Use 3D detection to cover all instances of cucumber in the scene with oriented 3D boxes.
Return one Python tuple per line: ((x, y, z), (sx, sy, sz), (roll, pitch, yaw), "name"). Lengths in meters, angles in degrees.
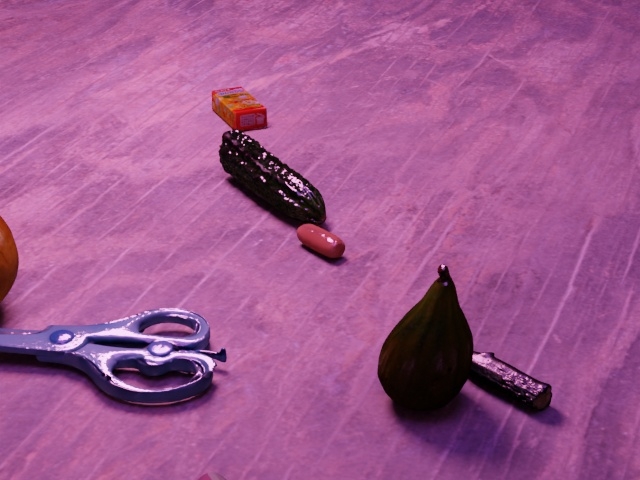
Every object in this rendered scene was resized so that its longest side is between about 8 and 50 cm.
((-0.075, -0.095, 1.893), (0.077, 0.077, 0.265), (-15, 30, -27), "cucumber")
((0.203, 0.153, 1.468), (0.163, 0.039, 0.043), (27, 17, 37), "cucumber")

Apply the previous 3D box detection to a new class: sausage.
((0.000, 0.000, 1.757), (0.034, 0.034, 0.083), (-21, 34, -35), "sausage")

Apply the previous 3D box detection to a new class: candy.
((-0.144, -0.234, 2.193), (0.062, 0.038, 0.122), (-11, 30, -22), "candy")

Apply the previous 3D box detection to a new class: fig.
((0.131, 0.110, 1.406), (0.117, 0.177, 0.117), (17, 29, -9), "fig")

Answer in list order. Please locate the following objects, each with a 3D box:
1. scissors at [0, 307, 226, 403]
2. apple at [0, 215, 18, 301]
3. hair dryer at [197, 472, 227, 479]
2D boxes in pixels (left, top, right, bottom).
((-0.309, 0.132, 1.502), (0.393, 0.032, 0.180), (4, 28, 3), "scissors")
((-0.464, 0.022, 1.566), (0.146, 0.163, 0.147), (-13, 29, 10), "apple")
((-0.043, 0.272, 1.243), (0.154, 0.054, 0.106), (0, 22, -23), "hair dryer")
